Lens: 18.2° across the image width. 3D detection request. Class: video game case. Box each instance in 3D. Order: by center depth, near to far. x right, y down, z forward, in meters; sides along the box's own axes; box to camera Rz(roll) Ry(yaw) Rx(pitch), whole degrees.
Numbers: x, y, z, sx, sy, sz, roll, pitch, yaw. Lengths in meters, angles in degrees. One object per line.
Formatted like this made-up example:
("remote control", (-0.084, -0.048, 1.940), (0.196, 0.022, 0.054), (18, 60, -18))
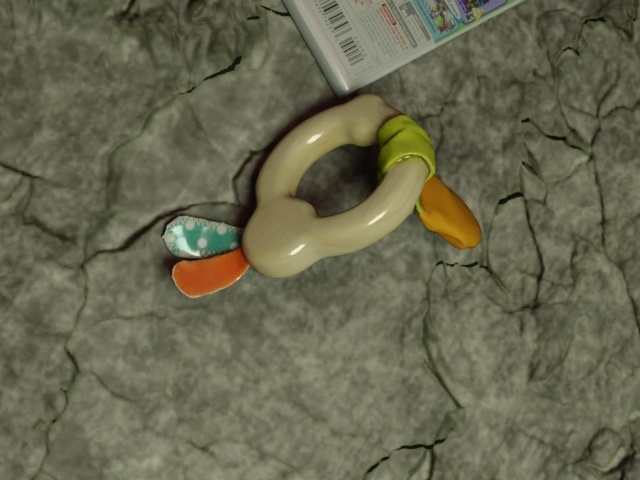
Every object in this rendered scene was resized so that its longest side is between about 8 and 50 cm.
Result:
("video game case", (0.041, -0.238, 1.479), (0.193, 0.023, 0.212), (-30, 90, -22))

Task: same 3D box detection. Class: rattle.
("rattle", (0.000, 0.000, 1.415), (0.199, 0.143, 0.130), (-43, 63, -7))
